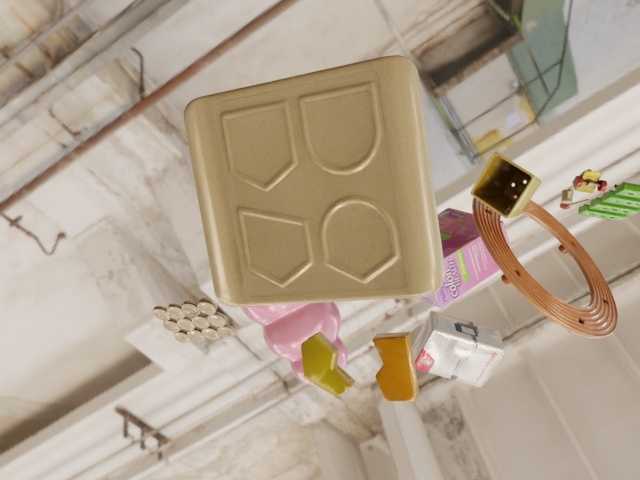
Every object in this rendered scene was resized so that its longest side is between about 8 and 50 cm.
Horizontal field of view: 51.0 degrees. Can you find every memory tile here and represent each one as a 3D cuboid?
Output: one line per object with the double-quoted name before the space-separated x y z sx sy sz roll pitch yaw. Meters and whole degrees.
"memory tile" -0.244 0.156 1.294 0.147 0.113 0.012 -10 -138 27

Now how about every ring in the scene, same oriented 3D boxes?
"ring" 0.396 0.036 1.197 0.032 0.336 0.337 -47 -152 35

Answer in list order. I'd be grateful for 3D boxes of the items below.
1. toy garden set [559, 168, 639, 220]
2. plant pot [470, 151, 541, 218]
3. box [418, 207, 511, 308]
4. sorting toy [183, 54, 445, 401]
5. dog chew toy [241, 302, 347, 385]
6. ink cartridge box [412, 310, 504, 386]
"toy garden set" 0.675 -0.112 1.605 0.203 0.244 0.049 9 -101 -1
"plant pot" 0.316 -0.087 1.111 0.081 0.083 0.082 41 -68 32
"box" 0.312 0.036 1.678 0.242 0.117 0.213 -30 -156 -19
"sorting toy" 0.000 0.000 0.637 0.228 0.308 0.041 -6 -172 21
"dog chew toy" -0.051 0.168 1.476 0.206 0.332 0.206 -27 179 -1
"ink cartridge box" 0.269 0.215 1.325 0.063 0.150 0.109 -85 -167 -57
